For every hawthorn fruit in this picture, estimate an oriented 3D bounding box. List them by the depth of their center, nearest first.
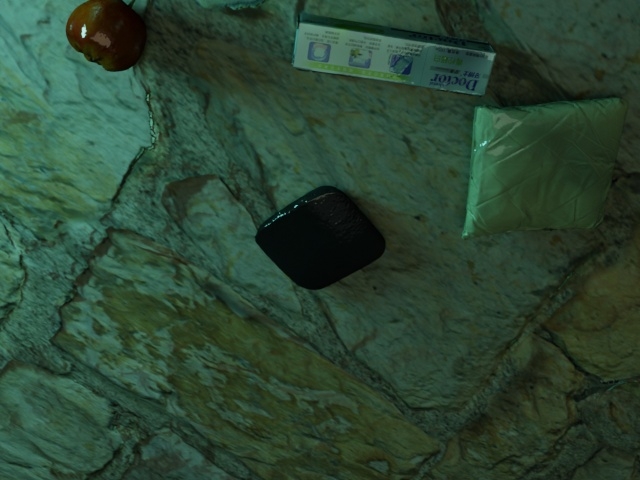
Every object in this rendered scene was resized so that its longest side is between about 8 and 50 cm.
[{"bbox_3d":[-0.342,-0.340,1.180,0.140,0.125,0.125,-37,115,22],"label":"hawthorn fruit"}]

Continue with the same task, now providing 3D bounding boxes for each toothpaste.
[{"bbox_3d":[0.122,-0.314,1.231,0.336,0.067,0.081,7,121,-5],"label":"toothpaste"}]

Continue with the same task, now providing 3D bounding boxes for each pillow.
[{"bbox_3d":[0.406,-0.132,1.342,0.280,0.076,0.275,-4,124,-4],"label":"pillow"}]

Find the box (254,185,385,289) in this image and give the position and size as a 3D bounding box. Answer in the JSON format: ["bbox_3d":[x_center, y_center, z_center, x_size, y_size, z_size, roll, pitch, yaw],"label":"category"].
[{"bbox_3d":[0.000,0.000,1.438,0.212,0.042,0.201,-33,117,19],"label":"box"}]
